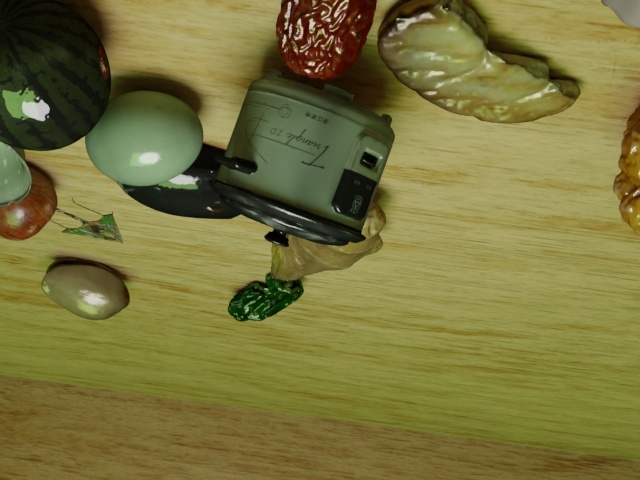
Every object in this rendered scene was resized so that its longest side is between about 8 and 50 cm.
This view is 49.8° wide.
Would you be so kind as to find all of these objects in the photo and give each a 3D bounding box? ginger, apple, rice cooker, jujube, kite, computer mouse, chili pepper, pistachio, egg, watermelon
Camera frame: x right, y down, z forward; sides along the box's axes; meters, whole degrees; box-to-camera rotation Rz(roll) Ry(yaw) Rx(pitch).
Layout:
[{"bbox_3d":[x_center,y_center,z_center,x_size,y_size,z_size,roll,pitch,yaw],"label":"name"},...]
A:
[{"bbox_3d":[0.000,0.000,1.365,0.190,0.126,0.354,17,156,-38],"label":"ginger"},{"bbox_3d":[-0.594,-0.076,1.352,0.146,0.146,0.131,-10,138,30],"label":"apple"},{"bbox_3d":[-0.026,-0.101,0.996,0.241,0.227,0.280,22,-178,39],"label":"rice cooker"},{"bbox_3d":[0.009,-0.281,0.852,0.112,0.109,0.176,-21,155,-27],"label":"jujube"},{"bbox_3d":[-0.537,-0.046,1.532,0.198,0.006,0.244,-17,144,39],"label":"kite"},{"bbox_3d":[-0.258,-0.105,1.252,0.269,0.100,0.170,15,154,-13],"label":"computer mouse"},{"bbox_3d":[-0.134,0.145,1.717,0.099,0.083,0.253,34,140,-25],"label":"chili pepper"},{"bbox_3d":[-0.585,0.121,1.735,0.215,0.144,0.144,27,147,-21],"label":"pistachio"},{"bbox_3d":[-0.278,-0.162,1.092,0.192,0.149,0.149,-6,149,20],"label":"egg"},{"bbox_3d":[-0.391,-0.224,0.944,0.212,0.212,0.212,6,152,3],"label":"watermelon"}]

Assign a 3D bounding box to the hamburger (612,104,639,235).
[{"bbox_3d":[0.488,-0.092,0.958,0.149,0.237,0.237,2,152,19],"label":"hamburger"}]

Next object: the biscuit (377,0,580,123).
[{"bbox_3d":[0.207,-0.233,0.947,0.299,0.045,0.154,25,147,-30],"label":"biscuit"}]

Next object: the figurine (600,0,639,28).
[{"bbox_3d":[0.335,-0.298,0.732,0.229,0.112,0.137,26,153,-13],"label":"figurine"}]

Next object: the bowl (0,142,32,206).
[{"bbox_3d":[-0.611,-0.196,1.119,0.313,0.146,0.313,5,151,3],"label":"bowl"}]
